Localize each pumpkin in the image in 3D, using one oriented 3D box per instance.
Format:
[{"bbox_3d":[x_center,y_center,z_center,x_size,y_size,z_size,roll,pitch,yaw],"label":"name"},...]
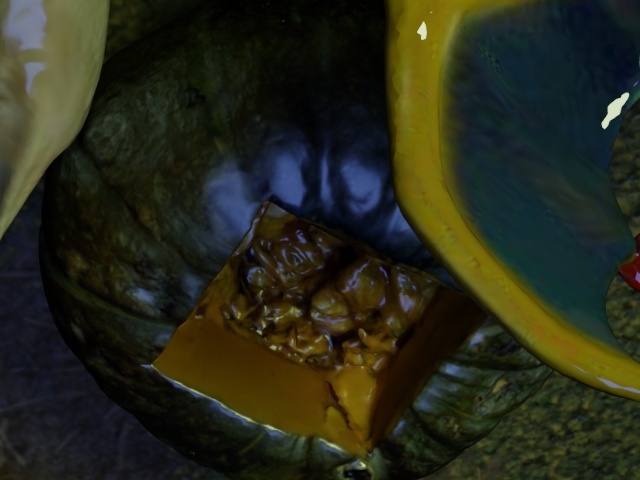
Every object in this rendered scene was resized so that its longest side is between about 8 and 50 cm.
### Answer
[{"bbox_3d":[0.000,0.000,0.705,0.320,0.192,0.321,1,121,2],"label":"pumpkin"}]

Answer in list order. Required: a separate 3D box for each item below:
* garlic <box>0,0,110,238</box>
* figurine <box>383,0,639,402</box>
[{"bbox_3d":[-0.190,-0.150,0.606,0.196,0.151,0.338,-33,101,11],"label":"garlic"},{"bbox_3d":[0.111,-0.169,0.496,0.387,0.401,0.268,32,147,12],"label":"figurine"}]
